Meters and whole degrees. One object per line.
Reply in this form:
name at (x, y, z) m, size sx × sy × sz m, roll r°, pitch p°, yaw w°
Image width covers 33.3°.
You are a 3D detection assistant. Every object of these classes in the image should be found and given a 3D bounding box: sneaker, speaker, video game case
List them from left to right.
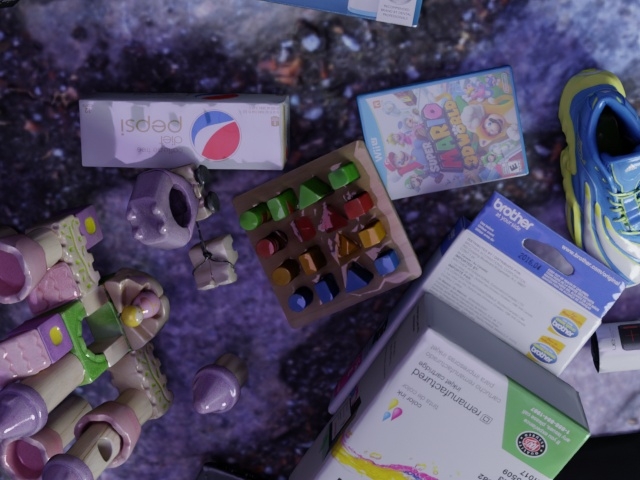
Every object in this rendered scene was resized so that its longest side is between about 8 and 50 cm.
video game case at (0.131, -0.113, 1.147) m, size 0.166 × 0.015 × 0.119 m, roll -10°, pitch 105°, yaw 7°
sneaker at (0.295, -0.052, 1.095) m, size 0.091 × 0.126 × 0.240 m, roll -15°, pitch 103°, yaw 8°
speaker at (0.366, 0.113, 1.173) m, size 0.136 × 0.055 × 0.055 m, roll -5°, pitch 105°, yaw 6°

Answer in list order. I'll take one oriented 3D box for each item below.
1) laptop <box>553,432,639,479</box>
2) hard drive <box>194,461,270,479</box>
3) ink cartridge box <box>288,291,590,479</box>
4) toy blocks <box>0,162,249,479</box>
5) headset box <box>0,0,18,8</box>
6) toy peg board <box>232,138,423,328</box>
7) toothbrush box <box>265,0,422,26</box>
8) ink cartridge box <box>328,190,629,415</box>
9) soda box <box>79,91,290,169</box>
laptop at (0.350, 0.366, 1.266) m, size 0.234 × 0.137 × 0.264 m, roll -8°, pitch 130°, yaw 7°
hard drive at (-0.054, 0.373, 1.274) m, size 0.254 × 0.054 × 0.172 m, roll 27°, pitch 105°, yaw -3°
ink cartridge box at (0.115, 0.230, 1.130) m, size 0.201 × 0.117 × 0.278 m, roll 33°, pitch 107°, yaw -5°
toy blocks at (-0.252, 0.113, 1.078) m, size 0.308 × 0.260 × 0.289 m, roll -14°, pitch 104°, yaw 22°
headset box at (-0.298, -0.316, 0.977) m, size 0.218 × 0.293 × 0.110 m, roll -42°, pitch 99°, yaw 14°
toy peg board at (0.000, 0.000, 1.136) m, size 0.161 × 0.079 × 0.161 m, roll -24°, pitch 93°, yaw 16°
toothbrush box at (0.016, -0.372, 1.028) m, size 0.216 × 0.126 × 0.296 m, roll 11°, pitch 105°, yaw 1°
ink cartridge box at (0.170, 0.111, 1.182) m, size 0.185 × 0.065 × 0.311 m, roll 33°, pitch 108°, yaw -5°
soda box at (-0.141, -0.117, 1.137) m, size 0.216 × 0.069 × 0.074 m, roll 1°, pitch 106°, yaw 3°
